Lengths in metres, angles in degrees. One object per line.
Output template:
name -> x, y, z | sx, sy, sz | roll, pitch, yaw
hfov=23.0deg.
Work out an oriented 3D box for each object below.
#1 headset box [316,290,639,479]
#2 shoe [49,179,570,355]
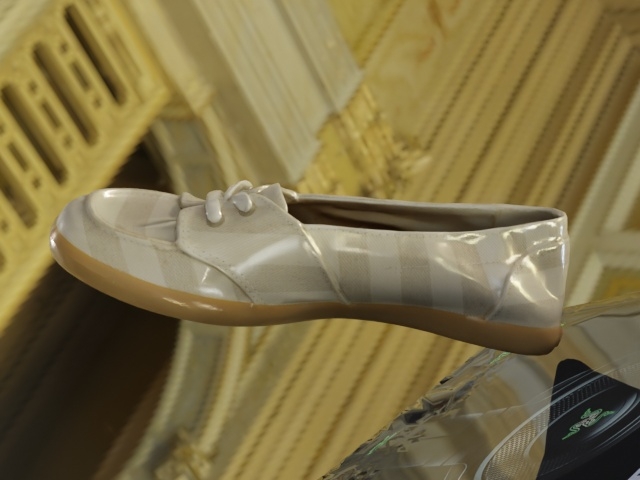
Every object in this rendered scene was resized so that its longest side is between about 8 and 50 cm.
headset box -> 0.105, 0.126, 0.609 | 0.246, 0.131, 0.283 | -35, -173, -28
shoe -> 0.000, 0.000, 0.648 | 0.219, 0.058, 0.076 | 9, -159, -13
